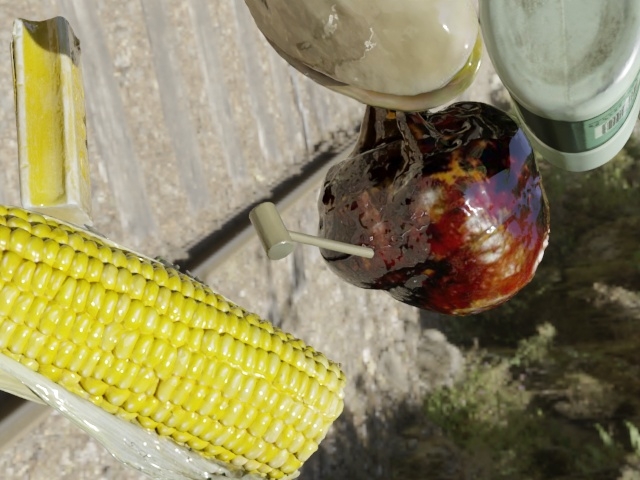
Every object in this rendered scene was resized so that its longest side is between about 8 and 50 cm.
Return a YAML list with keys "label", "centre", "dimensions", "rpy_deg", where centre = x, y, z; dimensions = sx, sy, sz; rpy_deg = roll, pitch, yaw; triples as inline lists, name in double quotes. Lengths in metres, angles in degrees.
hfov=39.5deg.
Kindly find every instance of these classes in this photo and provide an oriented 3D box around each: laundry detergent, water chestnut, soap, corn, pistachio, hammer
- label: "laundry detergent"
  centre: [0.130, -0.089, 0.454]
  dimensions: [0.225, 0.070, 0.099]
  rpy_deg: [13, 67, -71]
- label: "water chestnut"
  centre: [0.134, -0.051, 1.014]
  dimensions: [0.289, 0.289, 0.244]
  rpy_deg: [-60, 166, -64]
- label: "soap"
  centre: [-0.386, -0.164, 1.289]
  dimensions: [0.173, 0.089, 0.274]
  rpy_deg: [124, -39, -78]
- label: "corn"
  centre: [-0.120, 0.077, 0.611]
  dimensions: [0.122, 0.305, 0.123]
  rpy_deg: [-59, -163, 7]
- label: "pistachio"
  centre: [0.029, -0.242, 0.835]
  dimensions: [0.288, 0.197, 0.166]
  rpy_deg: [52, 14, 18]
- label: "hammer"
  centre: [0.000, 0.000, 0.607]
  dimensions: [0.110, 0.019, 0.036]
  rpy_deg: [11, 41, -45]

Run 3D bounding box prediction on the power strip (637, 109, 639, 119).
- label: "power strip"
  centre: [0.351, -0.210, 0.872]
  dimensions: [0.139, 0.224, 0.140]
  rpy_deg: [87, -17, -81]
